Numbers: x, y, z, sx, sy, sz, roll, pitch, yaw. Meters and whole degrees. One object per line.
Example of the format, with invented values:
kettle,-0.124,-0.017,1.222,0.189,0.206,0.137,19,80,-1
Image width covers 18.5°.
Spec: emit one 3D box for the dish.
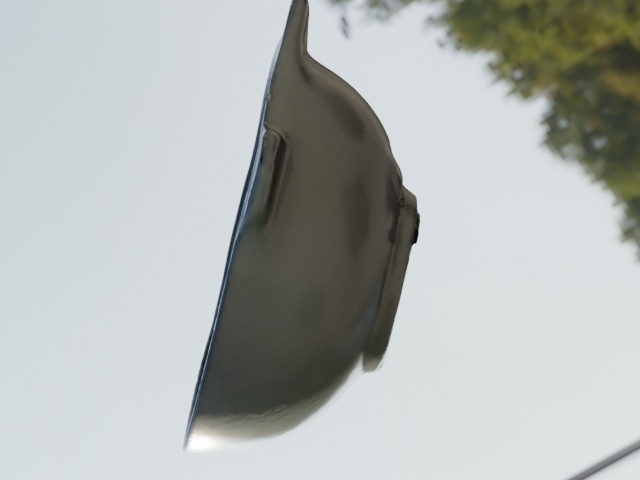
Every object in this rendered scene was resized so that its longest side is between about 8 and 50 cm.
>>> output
dish,0.000,0.000,0.953,0.086,0.227,0.236,13,-175,-4
